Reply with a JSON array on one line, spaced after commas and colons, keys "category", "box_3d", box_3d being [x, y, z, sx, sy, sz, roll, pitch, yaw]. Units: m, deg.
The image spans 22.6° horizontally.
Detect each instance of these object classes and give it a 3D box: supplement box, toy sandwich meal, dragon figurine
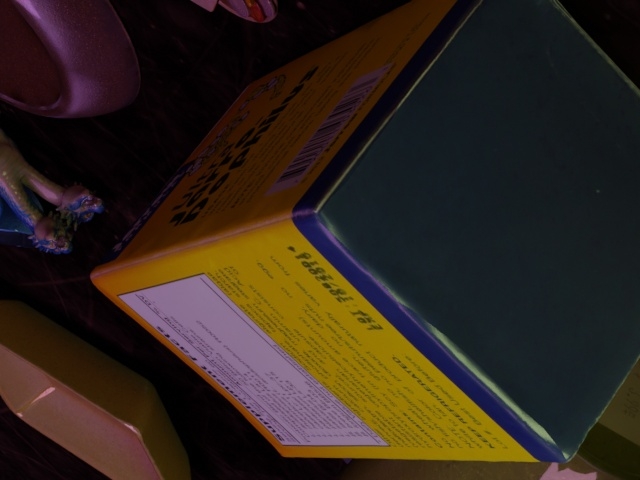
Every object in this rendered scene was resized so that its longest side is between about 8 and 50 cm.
[{"category": "supplement box", "box_3d": [0.038, -0.001, 0.972, 0.194, 0.195, 0.356, 44, 157, -15]}, {"category": "toy sandwich meal", "box_3d": [-0.066, -0.165, 1.027, 0.085, 0.029, 0.085, 32, 158, 15]}, {"category": "dragon figurine", "box_3d": [-0.339, -0.070, 1.584, 0.289, 0.085, 0.144, 17, 151, 40]}]

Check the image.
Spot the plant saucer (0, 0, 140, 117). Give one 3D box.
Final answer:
[{"category": "plant saucer", "box_3d": [-0.281, -0.200, 1.280, 0.310, 0.050, 0.310, 33, 159, 15]}]

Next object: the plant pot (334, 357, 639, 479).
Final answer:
[{"category": "plant pot", "box_3d": [0.158, 0.176, 1.100, 0.275, 0.275, 0.293, 34, 143, 9]}]

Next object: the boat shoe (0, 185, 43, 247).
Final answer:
[{"category": "boat shoe", "box_3d": [-0.409, -0.054, 1.707, 0.258, 0.109, 0.089, 34, 162, 17]}]

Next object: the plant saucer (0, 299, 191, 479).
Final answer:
[{"category": "plant saucer", "box_3d": [-0.311, 0.213, 2.129, 0.333, 0.081, 0.333, 28, 157, 22]}]

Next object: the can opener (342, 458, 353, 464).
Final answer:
[{"category": "can opener", "box_3d": [0.033, 0.180, 1.517, 0.283, 0.076, 0.095, 47, 156, -20]}]
